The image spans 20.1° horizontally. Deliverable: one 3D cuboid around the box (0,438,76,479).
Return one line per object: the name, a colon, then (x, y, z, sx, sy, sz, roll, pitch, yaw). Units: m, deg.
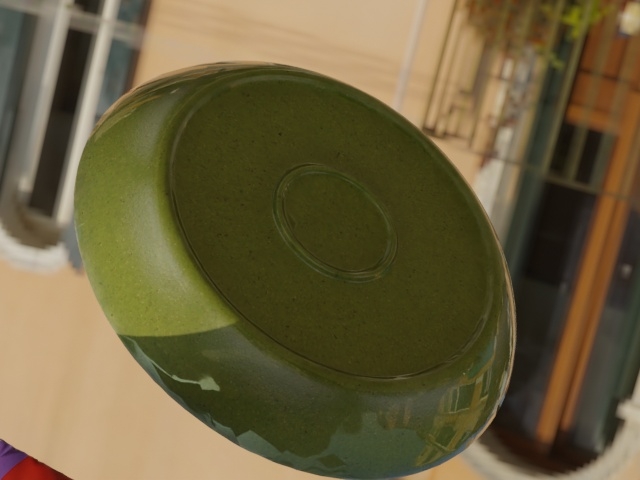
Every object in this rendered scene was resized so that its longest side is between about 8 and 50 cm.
box: (-0.131, 0.232, 0.658, 0.201, 0.293, 0.057, 20, 157, 41)

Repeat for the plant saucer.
plant saucer: (0.000, 0.000, 0.870, 0.241, 0.037, 0.241, 17, -132, -21)
